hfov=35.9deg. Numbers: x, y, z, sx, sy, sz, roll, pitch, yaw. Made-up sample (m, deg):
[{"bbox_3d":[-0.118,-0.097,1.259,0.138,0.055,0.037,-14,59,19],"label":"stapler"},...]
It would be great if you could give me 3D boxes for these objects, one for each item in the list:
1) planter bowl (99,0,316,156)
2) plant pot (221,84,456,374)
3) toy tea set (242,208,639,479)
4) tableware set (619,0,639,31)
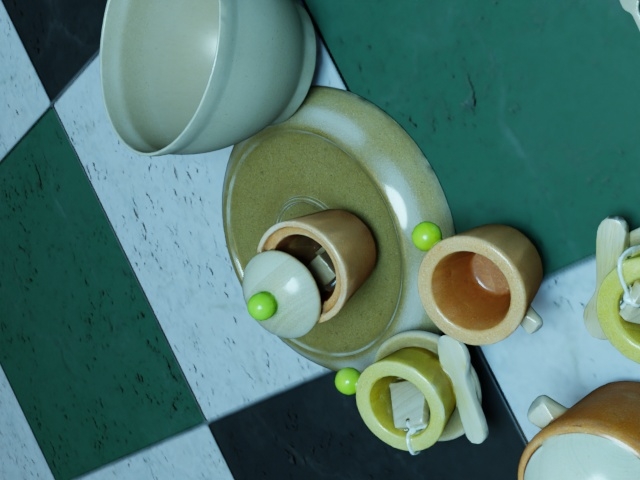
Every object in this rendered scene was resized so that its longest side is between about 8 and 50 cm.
[{"bbox_3d":[-0.073,-0.136,0.710,0.162,0.109,0.162,-4,84,49],"label":"planter bowl"},{"bbox_3d":[0.000,0.000,0.766,0.236,0.032,0.236,19,119,38],"label":"plant pot"},{"bbox_3d":[0.088,0.082,0.620,0.336,0.124,0.200,8,113,32],"label":"toy tea set"},{"bbox_3d":[0.203,-0.171,0.509,0.154,0.024,0.104,-33,82,46],"label":"tableware set"}]
